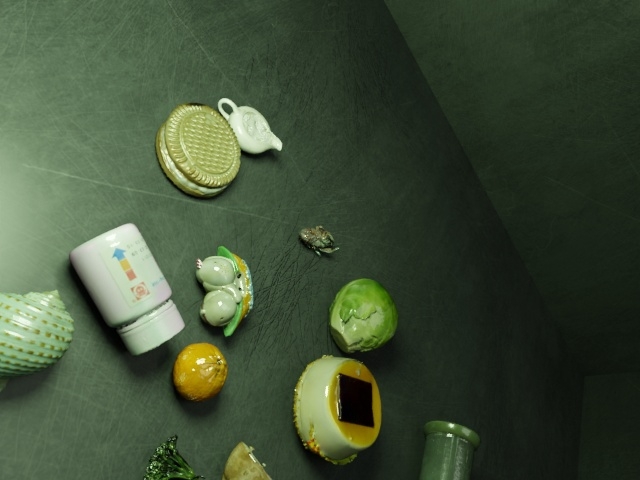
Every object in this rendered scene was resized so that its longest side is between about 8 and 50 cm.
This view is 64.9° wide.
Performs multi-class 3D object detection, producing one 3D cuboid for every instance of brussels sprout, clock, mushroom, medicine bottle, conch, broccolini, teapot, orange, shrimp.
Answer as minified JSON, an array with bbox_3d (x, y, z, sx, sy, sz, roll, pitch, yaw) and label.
[{"bbox_3d":[0.135,0.240,1.603,0.244,0.244,0.244,22,59,-42],"label":"brussels sprout"},{"bbox_3d":[-0.248,0.127,1.281,0.144,0.103,0.231,4,70,-47],"label":"clock"},{"bbox_3d":[-0.156,0.627,1.184,0.151,0.156,0.286,-35,103,-21],"label":"mushroom"},{"bbox_3d":[-0.405,0.104,1.071,0.152,0.151,0.255,-37,105,-49],"label":"medicine bottle"},{"bbox_3d":[-0.531,0.173,0.896,0.172,0.131,0.200,55,31,-48],"label":"conch"},{"bbox_3d":[-0.297,0.567,1.091,0.123,0.062,0.272,-36,105,-39],"label":"broccolini"},{"bbox_3d":[0.422,0.830,1.721,0.271,0.200,0.337,79,27,-47],"label":"teapot"},{"bbox_3d":[-0.276,0.304,1.165,0.135,0.117,0.136,19,59,-36],"label":"orange"},{"bbox_3d":[-0.221,-0.334,1.507,0.226,0.092,0.145,39,46,-31],"label":"teapot"},{"bbox_3d":[-0.001,0.000,1.646,0.190,0.075,0.073,28,22,-51],"label":"shrimp"}]

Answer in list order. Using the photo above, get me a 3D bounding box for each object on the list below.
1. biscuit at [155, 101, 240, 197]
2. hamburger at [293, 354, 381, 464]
[{"bbox_3d":[-0.324,-0.245,1.361,0.259,0.079,0.260,22,60,-42],"label":"biscuit"},{"bbox_3d":[0.042,0.471,1.419,0.275,0.179,0.295,26,53,-44],"label":"hamburger"}]
